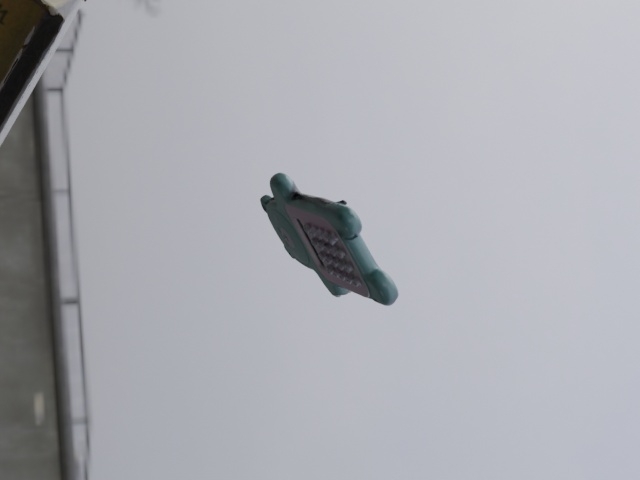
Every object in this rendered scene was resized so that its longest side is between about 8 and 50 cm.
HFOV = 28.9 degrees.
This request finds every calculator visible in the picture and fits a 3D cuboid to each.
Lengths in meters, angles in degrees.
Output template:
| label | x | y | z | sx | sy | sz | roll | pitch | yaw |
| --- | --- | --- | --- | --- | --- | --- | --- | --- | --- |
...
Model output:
| label | x | y | z | sx | sy | sz | roll | pitch | yaw |
| --- | --- | --- | --- | --- | --- | --- | --- | --- | --- |
| calculator | 0.000 | 0.000 | 0.774 | 0.094 | 0.019 | 0.141 | 61 | -17 | -21 |

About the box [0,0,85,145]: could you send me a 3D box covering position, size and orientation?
| label | x | y | z | sx | sy | sz | roll | pitch | yaw |
| --- | --- | --- | --- | --- | --- | --- | --- | --- | --- |
| box | -0.239 | -0.071 | 0.629 | 0.240 | 0.159 | 0.071 | -54 | -174 | 23 |
